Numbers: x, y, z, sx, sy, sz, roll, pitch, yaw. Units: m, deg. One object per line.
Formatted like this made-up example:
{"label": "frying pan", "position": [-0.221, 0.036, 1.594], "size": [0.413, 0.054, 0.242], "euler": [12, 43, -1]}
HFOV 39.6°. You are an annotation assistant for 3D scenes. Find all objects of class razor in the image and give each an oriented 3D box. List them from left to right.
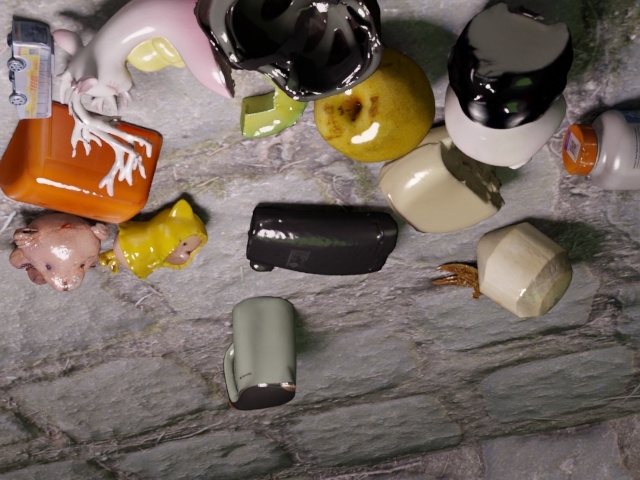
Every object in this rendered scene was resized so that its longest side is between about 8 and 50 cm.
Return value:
{"label": "razor", "position": [-0.001, 0.003, 1.969], "size": [0.326, 0.107, 0.189], "euler": [3, 146, -12]}

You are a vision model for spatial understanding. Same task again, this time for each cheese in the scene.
{"label": "cheese", "position": [0.249, -0.119, 1.796], "size": [0.233, 0.127, 0.266], "euler": [-27, 145, 25]}

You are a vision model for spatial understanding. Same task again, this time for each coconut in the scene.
{"label": "coconut", "position": [0.456, 0.063, 2.048], "size": [0.202, 0.222, 0.202], "euler": [-35, 149, -26]}

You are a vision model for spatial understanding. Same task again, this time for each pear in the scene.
{"label": "pear", "position": [0.098, -0.232, 1.531], "size": [0.209, 0.209, 0.209], "euler": [-4, 148, -2]}

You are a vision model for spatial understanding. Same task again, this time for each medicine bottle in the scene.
{"label": "medicine bottle", "position": [0.625, -0.175, 1.729], "size": [0.288, 0.157, 0.157], "euler": [1, 147, -8]}

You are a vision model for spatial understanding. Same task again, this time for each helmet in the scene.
{"label": "helmet", "position": [-0.036, -0.359, 1.327], "size": [0.225, 0.177, 0.305], "euler": [-21, 139, 38]}

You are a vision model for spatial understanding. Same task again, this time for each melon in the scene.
{"label": "melon", "position": [-0.074, -0.260, 1.588], "size": [0.118, 0.064, 0.209], "euler": [8, 143, -12]}

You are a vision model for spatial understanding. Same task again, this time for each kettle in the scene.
{"label": "kettle", "position": [-0.160, 0.302, 2.283], "size": [0.240, 0.255, 0.165], "euler": [-28, 144, 32]}

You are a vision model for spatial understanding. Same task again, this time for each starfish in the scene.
{"label": "starfish", "position": [0.392, 0.089, 2.224], "size": [0.227, 0.043, 0.240], "euler": [-1, 145, -8]}

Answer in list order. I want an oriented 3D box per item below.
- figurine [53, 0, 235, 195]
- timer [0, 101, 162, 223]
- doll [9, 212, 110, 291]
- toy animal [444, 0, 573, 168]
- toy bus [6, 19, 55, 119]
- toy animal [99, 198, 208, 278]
{"label": "figurine", "position": [-0.296, -0.245, 1.448], "size": [0.315, 0.206, 0.284], "euler": [-12, 146, 8]}
{"label": "timer", "position": [-0.469, -0.124, 1.708], "size": [0.257, 0.161, 0.250], "euler": [14, 158, -28]}
{"label": "doll", "position": [-0.571, 0.060, 1.941], "size": [0.201, 0.156, 0.303], "euler": [-5, 154, -23]}
{"label": "toy animal", "position": [0.320, -0.260, 1.523], "size": [0.212, 0.213, 0.267], "euler": [-6, 152, 2]}
{"label": "toy bus", "position": [-0.486, -0.282, 1.490], "size": [0.075, 0.064, 0.190], "euler": [0, 148, -18]}
{"label": "toy animal", "position": [-0.356, 0.004, 1.895], "size": [0.229, 0.156, 0.156], "euler": [-24, 146, 1]}
